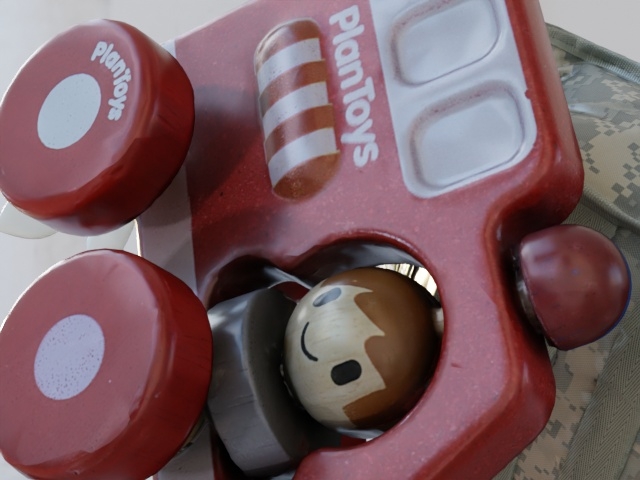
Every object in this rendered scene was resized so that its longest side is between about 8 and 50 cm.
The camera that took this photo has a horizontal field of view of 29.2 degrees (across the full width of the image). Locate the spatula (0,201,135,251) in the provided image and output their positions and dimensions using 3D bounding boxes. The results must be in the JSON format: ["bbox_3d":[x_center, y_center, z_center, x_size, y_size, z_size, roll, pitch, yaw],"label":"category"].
[{"bbox_3d":[-0.130,-0.060,0.967,0.168,0.242,0.019,22,-41,-3],"label":"spatula"}]

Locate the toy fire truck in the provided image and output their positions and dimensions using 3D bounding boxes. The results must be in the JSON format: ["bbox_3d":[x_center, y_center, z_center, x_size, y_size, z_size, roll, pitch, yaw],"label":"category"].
[{"bbox_3d":[0.000,0.000,0.554,0.253,0.302,0.169,-23,-33,24],"label":"toy fire truck"}]

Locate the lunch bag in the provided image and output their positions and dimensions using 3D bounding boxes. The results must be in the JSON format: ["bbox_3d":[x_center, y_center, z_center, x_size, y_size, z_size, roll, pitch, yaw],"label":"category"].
[{"bbox_3d":[0.133,0.036,0.661,0.169,0.235,0.287,-15,42,-38],"label":"lunch bag"}]
